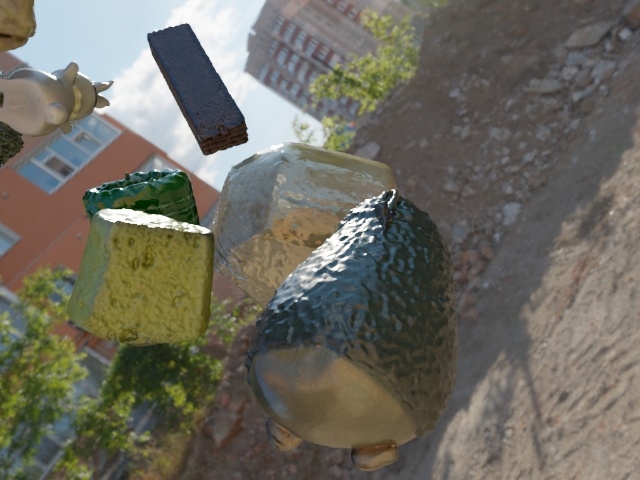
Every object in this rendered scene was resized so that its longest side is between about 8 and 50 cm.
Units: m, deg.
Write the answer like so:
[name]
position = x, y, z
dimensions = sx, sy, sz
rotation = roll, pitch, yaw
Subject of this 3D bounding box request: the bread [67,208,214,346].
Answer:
[bread]
position = -0.165, 0.034, 0.620
dimensions = 0.111, 0.129, 0.114
rotation = 30, 110, 61

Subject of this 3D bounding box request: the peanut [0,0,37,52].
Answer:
[peanut]
position = -0.415, -0.322, 0.708
dimensions = 0.130, 0.290, 0.130
rotation = -42, 0, 0

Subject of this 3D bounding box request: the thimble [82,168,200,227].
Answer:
[thimble]
position = -0.203, -0.030, 0.754
dimensions = 0.118, 0.090, 0.130
rotation = -20, 18, -24

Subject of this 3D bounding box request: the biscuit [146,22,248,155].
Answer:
[biscuit]
position = -0.278, -0.342, 1.474
dimensions = 0.107, 0.388, 0.073
rotation = -21, -34, -15

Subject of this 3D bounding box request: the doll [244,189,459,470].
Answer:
[doll]
position = 0.058, 0.098, 0.813
dimensions = 0.247, 0.247, 0.350
rotation = -54, 9, 47

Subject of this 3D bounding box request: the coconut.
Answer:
[coconut]
position = 0.000, 0.000, 1.252
dimensions = 0.415, 0.415, 0.345
rotation = -67, -7, -82

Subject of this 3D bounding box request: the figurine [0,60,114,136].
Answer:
[figurine]
position = -0.307, -0.176, 0.759
dimensions = 0.081, 0.098, 0.146
rotation = -51, 8, 24

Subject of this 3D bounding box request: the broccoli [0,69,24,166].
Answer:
[broccoli]
position = -0.660, -0.246, 1.161
dimensions = 0.288, 0.259, 0.235
rotation = 55, 129, 42
